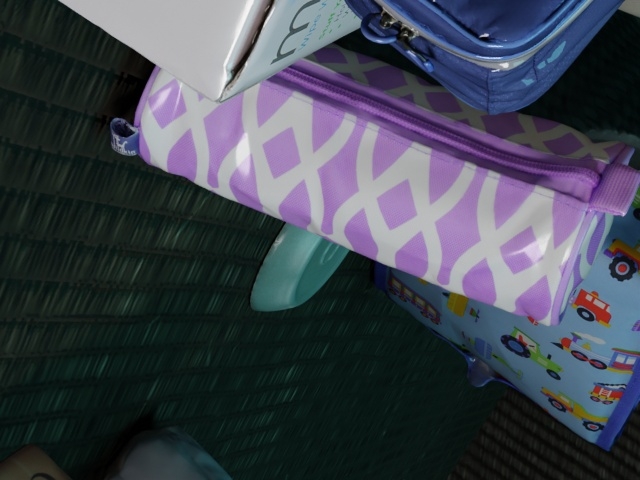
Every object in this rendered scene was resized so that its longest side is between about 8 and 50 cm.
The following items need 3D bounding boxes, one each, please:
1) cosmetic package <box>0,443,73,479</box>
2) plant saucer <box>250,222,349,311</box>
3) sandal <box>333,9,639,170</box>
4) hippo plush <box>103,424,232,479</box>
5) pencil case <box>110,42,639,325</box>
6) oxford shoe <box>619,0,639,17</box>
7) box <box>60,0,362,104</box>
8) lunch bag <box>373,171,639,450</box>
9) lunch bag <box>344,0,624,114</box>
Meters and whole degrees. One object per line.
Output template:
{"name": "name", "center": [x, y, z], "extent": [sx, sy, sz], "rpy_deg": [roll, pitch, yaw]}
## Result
{"name": "cosmetic package", "center": [-0.190, 0.226, 0.727], "extent": [0.153, 0.129, 0.296], "rpy_deg": [-50, 173, 33]}
{"name": "plant saucer", "center": [0.000, 0.000, 1.131], "extent": [0.119, 0.021, 0.119], "rpy_deg": [-51, 166, -18]}
{"name": "sandal", "center": [0.086, -0.085, 1.017], "extent": [0.107, 0.167, 0.446], "rpy_deg": [-34, 171, 29]}
{"name": "hippo plush", "center": [-0.077, 0.283, 1.036], "extent": [0.236, 0.294, 0.234], "rpy_deg": [-42, 135, -14]}
{"name": "pencil case", "center": [0.024, -0.039, 0.738], "extent": [0.088, 0.206, 0.086], "rpy_deg": [100, 14, -55]}
{"name": "oxford shoe", "center": [0.232, -0.299, 1.034], "extent": [0.169, 0.130, 0.449], "rpy_deg": [93, 18, -56]}
{"name": "box", "center": [0.028, -0.198, 0.509], "extent": [0.231, 0.127, 0.262], "rpy_deg": [-36, 157, -54]}
{"name": "lunch bag", "center": [0.150, 0.029, 1.293], "extent": [0.138, 0.221, 0.293], "rpy_deg": [-47, 165, -33]}
{"name": "lunch bag", "center": [0.045, -0.081, 0.430], "extent": [0.098, 0.067, 0.065], "rpy_deg": [-50, 168, -9]}
